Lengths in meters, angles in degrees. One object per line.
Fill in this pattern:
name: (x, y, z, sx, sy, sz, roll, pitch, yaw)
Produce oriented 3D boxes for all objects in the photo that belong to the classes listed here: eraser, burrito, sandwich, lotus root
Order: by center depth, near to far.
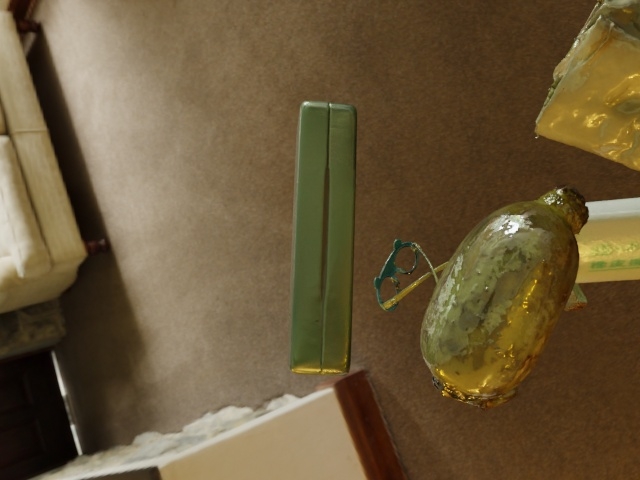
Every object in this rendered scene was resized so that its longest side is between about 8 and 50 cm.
burrito: (0.433, -0.160, 0.656, 0.332, 0.190, 0.135, 22, 160, 8)
lotus root: (0.232, 0.062, 0.758, 0.173, 0.173, 0.309, 27, 90, 41)
sandwich: (0.496, 0.099, 1.188, 0.036, 0.105, 0.093, -34, 61, 27)
eraser: (0.656, -0.002, 1.215, 0.290, 0.104, 0.189, -5, 125, 17)

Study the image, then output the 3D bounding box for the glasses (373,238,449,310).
glasses: (0.278, 0.113, 1.686, 0.207, 0.239, 0.102, 18, 147, 26)

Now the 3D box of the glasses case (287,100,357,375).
glasses case: (0.000, 0.000, 0.422, 0.078, 0.040, 0.184, 125, 148, -81)
